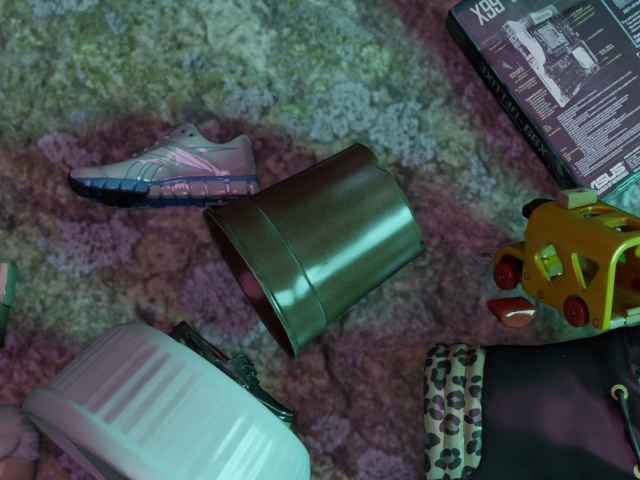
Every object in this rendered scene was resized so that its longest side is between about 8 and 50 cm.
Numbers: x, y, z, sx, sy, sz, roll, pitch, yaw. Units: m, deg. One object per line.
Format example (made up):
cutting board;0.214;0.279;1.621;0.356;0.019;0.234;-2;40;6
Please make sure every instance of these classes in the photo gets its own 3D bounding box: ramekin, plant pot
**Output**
ramekin;-0.131;0.187;1.580;0.273;0.273;0.127;36;76;6
plant pot;0.000;0.000;1.644;0.165;0.167;0.167;-32;83;-8

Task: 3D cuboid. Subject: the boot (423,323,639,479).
boot;0.248;0.253;1.609;0.284;0.138;0.377;-2;106;15

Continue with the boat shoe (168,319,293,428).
boat shoe;-0.088;0.131;1.680;0.152;0.056;0.049;31;91;6

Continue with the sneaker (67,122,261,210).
sneaker;-0.154;-0.075;1.706;0.190;0.071;0.083;0;77;-6

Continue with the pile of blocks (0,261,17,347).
pile of blocks;-0.453;0.130;1.668;0.362;0.112;0.149;-44;84;-3

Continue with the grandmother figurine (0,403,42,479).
grandmother figurine;-0.294;0.326;1.652;0.207;0.104;0.342;-6;80;-26

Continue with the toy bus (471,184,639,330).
toy bus;0.237;0.005;1.593;0.202;0.191;0.104;6;111;8

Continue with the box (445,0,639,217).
box;0.315;-0.209;1.689;0.307;0.076;0.242;-36;83;-2
